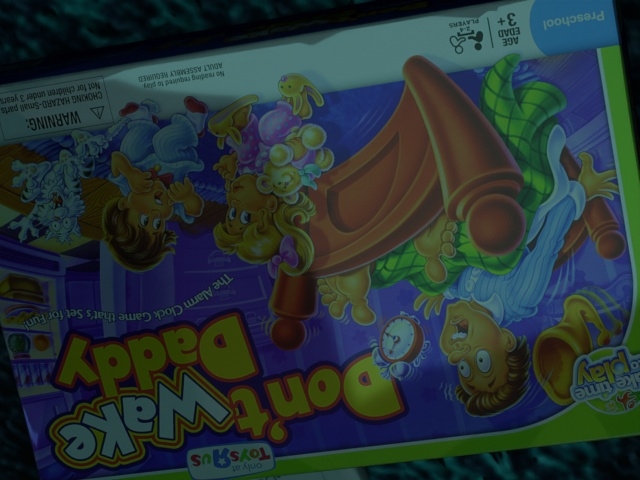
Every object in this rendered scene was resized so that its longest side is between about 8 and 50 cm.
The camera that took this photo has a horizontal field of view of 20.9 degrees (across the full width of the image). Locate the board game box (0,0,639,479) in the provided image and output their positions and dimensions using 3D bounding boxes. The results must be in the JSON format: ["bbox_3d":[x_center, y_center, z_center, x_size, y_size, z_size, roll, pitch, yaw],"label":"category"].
[{"bbox_3d":[0.000,0.000,0.917,0.347,0.078,0.233,-8,105,13],"label":"board game box"}]

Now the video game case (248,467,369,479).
[{"bbox_3d":[-0.070,0.107,1.022,0.157,0.019,0.143,-22,103,21],"label":"video game case"}]
